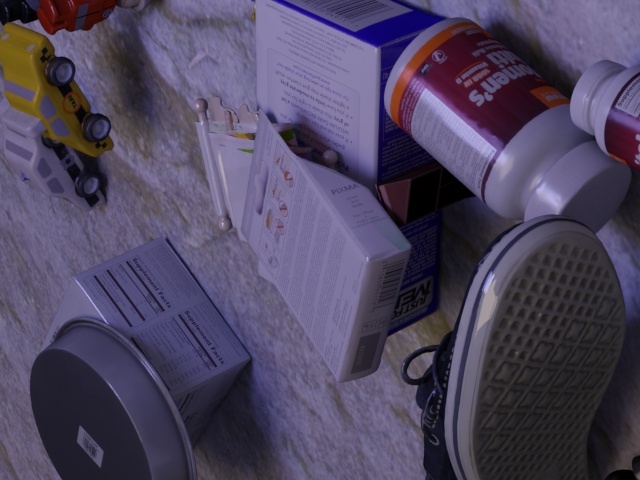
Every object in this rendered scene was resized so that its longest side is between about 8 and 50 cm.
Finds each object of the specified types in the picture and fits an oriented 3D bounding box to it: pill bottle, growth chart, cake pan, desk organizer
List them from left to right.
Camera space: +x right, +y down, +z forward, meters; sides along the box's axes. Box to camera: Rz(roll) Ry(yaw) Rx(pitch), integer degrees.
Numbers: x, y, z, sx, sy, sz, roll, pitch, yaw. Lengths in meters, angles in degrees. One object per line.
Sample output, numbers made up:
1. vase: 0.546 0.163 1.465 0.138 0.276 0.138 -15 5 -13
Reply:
1. cake pan: -0.263 0.238 2.193 0.293 0.054 0.293 30 133 38
2. growth chart: -0.051 -0.056 1.837 0.237 0.021 0.172 22 126 45
3. desk organizer: 0.121 -0.054 1.700 0.050 0.130 0.047 -10 101 53
4. pill bottle: 0.170 -0.096 1.618 0.221 0.121 0.121 44 140 28
5. pill bottle: 0.287 -0.096 1.494 0.152 0.086 0.086 32 133 40

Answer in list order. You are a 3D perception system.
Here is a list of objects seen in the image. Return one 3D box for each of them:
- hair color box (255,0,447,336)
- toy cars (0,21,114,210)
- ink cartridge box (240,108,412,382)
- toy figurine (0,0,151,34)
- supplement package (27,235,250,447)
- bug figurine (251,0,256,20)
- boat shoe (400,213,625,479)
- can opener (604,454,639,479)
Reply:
1. hair color box: 0.029 -0.086 1.823 0.185 0.110 0.338 30 130 39
2. toy cars: -0.346 -0.130 2.203 0.176 0.087 0.393 42 161 5
3. ink cartridge box: 0.000 0.000 1.755 0.224 0.056 0.181 57 150 36
4. toy figurine: -0.304 -0.353 2.088 0.209 0.148 0.213 13 122 56
5. supplement package: -0.238 0.162 2.285 0.204 0.145 0.262 53 142 16
6. bug figurine: -0.114 -0.367 1.880 0.279 0.072 0.216 35 128 44
7. boat shoe: 0.168 0.137 1.652 0.156 0.187 0.500 51 161 32
8. can opener: 0.330 0.294 1.687 0.073 0.059 0.186 -36 80 54
